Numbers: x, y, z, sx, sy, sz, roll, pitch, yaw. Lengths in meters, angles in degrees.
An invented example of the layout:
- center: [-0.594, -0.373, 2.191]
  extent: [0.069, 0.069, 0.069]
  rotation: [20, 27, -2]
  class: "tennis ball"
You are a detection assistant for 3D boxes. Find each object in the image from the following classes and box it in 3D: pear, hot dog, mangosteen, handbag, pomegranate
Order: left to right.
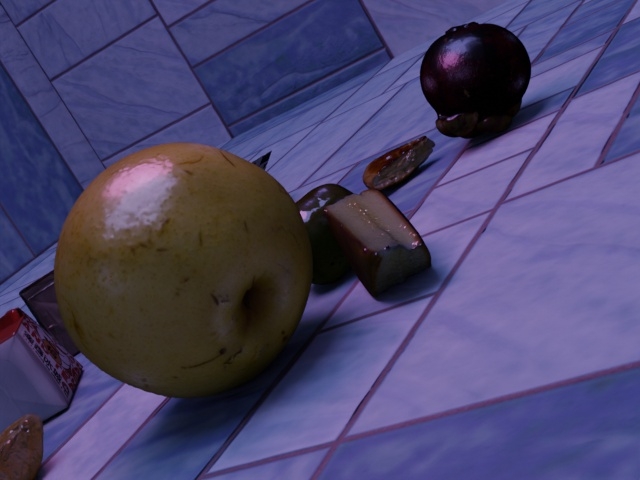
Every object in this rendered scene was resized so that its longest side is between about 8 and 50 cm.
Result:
- center: [-0.447, 0.334, 1.527]
  extent: [0.084, 0.073, 0.242]
  rotation: [-29, 15, 26]
  class: "hot dog"
- center: [-0.520, 0.212, 1.948]
  extent: [0.151, 0.171, 0.298]
  rotation: [-31, 14, 4]
  class: "handbag"
- center: [-0.174, 0.039, 1.444]
  extent: [0.348, 0.348, 0.348]
  rotation: [-29, 13, 7]
  class: "pear"
- center: [0.000, 0.000, 1.702]
  extent: [0.152, 0.131, 0.191]
  rotation: [-42, -7, -21]
  class: "pomegranate"
- center: [0.275, -0.284, 1.964]
  extent: [0.209, 0.210, 0.210]
  rotation: [-29, 13, 7]
  class: "mangosteen"

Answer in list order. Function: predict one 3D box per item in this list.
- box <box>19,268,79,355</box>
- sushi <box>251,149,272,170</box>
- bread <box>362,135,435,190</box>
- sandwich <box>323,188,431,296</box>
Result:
- center: [-0.467, 0.107, 2.254]
  extent: [0.231, 0.155, 0.149]
  rotation: [-33, 13, -16]
  class: "box"
- center: [-0.253, -0.033, 2.426]
  extent: [0.359, 0.064, 0.343]
  rotation: [-33, -6, -16]
  class: "sushi"
- center: [0.125, -0.123, 2.012]
  extent: [0.154, 0.054, 0.136]
  rotation: [-28, 10, 39]
  class: "bread"
- center: [0.081, 0.004, 1.509]
  extent: [0.094, 0.096, 0.258]
  rotation: [-28, 23, -2]
  class: "sandwich"
